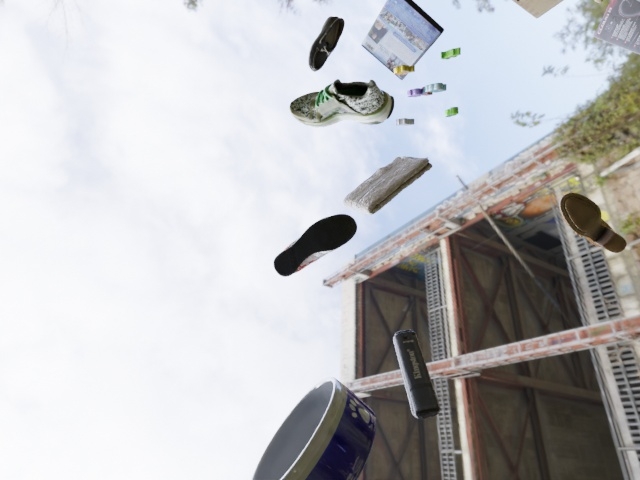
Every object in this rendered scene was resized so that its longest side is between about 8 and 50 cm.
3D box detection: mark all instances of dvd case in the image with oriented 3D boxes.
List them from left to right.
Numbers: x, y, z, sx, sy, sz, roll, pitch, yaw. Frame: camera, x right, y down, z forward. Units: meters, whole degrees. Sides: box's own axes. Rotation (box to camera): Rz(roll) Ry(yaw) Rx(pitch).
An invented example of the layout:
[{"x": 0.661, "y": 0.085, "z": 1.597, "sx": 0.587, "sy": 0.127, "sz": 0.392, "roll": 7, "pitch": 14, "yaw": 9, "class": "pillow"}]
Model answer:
[{"x": 0.240, "y": -0.615, "z": 1.265, "sx": 0.180, "sy": 0.253, "sz": 0.022, "roll": 38, "pitch": -107, "yaw": -6, "class": "dvd case"}]

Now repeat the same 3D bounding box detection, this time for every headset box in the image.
[{"x": 0.752, "y": -0.526, "z": 0.904, "sx": 0.110, "sy": 0.218, "sz": 0.293, "roll": 9, "pitch": -145, "yaw": -4, "class": "headset box"}]

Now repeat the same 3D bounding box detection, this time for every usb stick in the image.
[{"x": 0.274, "y": 0.379, "z": 1.210, "sx": 0.278, "sy": 0.077, "sz": 0.045, "roll": -97, "pitch": -13, "yaw": -51, "class": "usb stick"}]

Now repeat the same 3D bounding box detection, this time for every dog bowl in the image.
[{"x": -0.016, "y": 0.401, "z": 0.795, "sx": 0.104, "sy": 0.265, "sz": 0.265, "roll": 39, "pitch": -129, "yaw": -2, "class": "dog bowl"}]

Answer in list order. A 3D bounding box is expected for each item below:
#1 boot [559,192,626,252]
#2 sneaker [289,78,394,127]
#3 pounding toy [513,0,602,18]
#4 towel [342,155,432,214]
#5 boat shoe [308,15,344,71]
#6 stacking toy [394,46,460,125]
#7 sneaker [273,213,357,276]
[{"x": 0.913, "y": -0.083, "z": 1.465, "sx": 0.283, "sy": 0.109, "sz": 0.220, "roll": 33, "pitch": -161, "yaw": -6, "class": "boot"}, {"x": 0.057, "y": -0.533, "z": 1.534, "sx": 0.182, "sy": 0.410, "sz": 0.158, "roll": 45, "pitch": -127, "yaw": -59, "class": "sneaker"}, {"x": 0.422, "y": -0.480, "z": 0.688, "sx": 0.094, "sy": 0.206, "sz": 0.181, "roll": 14, "pitch": -109, "yaw": -28, "class": "pounding toy"}, {"x": 0.220, "y": -0.192, "z": 1.392, "sx": 0.282, "sy": 0.187, "sz": 0.049, "roll": -39, "pitch": -66, "yaw": -11, "class": "towel"}, {"x": 0.014, "y": -0.432, "z": 0.920, "sx": 0.046, "sy": 0.038, "sz": 0.125, "roll": 25, "pitch": -85, "yaw": -47, "class": "boat shoe"}, {"x": 0.289, "y": -0.416, "z": 1.151, "sx": 0.052, "sy": 0.221, "sz": 0.167, "roll": -8, "pitch": -81, "yaw": -32, "class": "stacking toy"}, {"x": -0.001, "y": -0.001, "z": 1.150, "sx": 0.090, "sy": 0.270, "sz": 0.145, "roll": 56, "pitch": -156, "yaw": 1, "class": "sneaker"}]
